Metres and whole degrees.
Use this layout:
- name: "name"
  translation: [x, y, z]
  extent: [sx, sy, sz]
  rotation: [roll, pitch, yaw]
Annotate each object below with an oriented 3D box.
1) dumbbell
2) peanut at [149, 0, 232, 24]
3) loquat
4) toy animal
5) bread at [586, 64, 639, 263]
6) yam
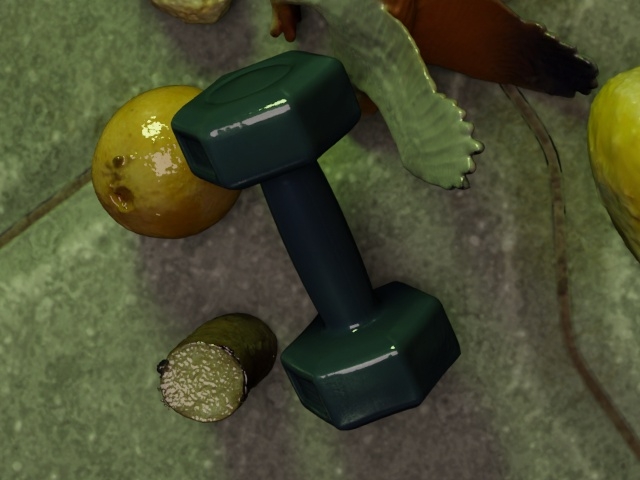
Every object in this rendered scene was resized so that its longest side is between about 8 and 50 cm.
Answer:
- name: "dumbbell"
  translation: [0.000, 0.001, 1.552]
  extent: [0.143, 0.156, 0.316]
  rotation: [-7, 117, 39]
- name: "peanut"
  translation: [-0.154, -0.281, 1.628]
  extent: [0.087, 0.087, 0.207]
  rotation: [-39, 87, 10]
- name: "loquat"
  translation: [-0.134, -0.069, 1.616]
  extent: [0.141, 0.141, 0.141]
  rotation: [1, 95, 10]
- name: "toy animal"
  translation: [0.058, -0.211, 1.517]
  extent: [0.302, 0.225, 0.284]
  rotation: [10, 124, 37]
- name: "bread"
  translation: [0.314, -0.066, 1.522]
  extent: [0.170, 0.197, 0.197]
  rotation: [-24, 90, 0]
- name: "yam"
  translation: [-0.090, 0.113, 1.630]
  extent: [0.084, 0.127, 0.084]
  rotation: [2, 99, 12]
